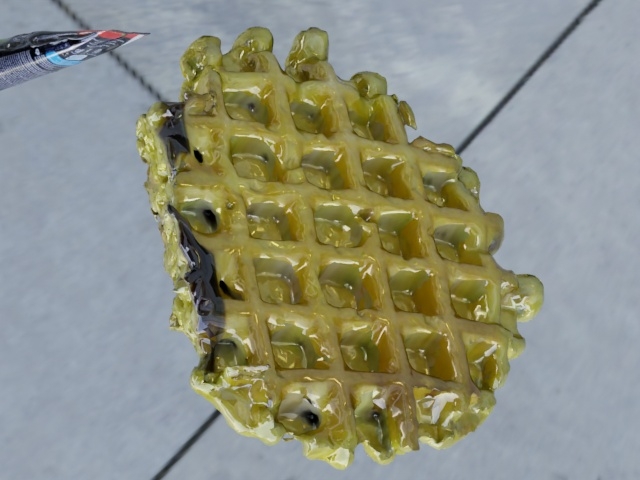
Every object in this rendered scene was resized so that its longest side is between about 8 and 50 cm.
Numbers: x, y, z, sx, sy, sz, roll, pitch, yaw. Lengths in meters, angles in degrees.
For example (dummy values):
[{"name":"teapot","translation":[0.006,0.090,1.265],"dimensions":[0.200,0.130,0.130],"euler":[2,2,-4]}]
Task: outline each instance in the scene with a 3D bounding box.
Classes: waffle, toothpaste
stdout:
[{"name":"waffle","translation":[0.002,-0.002,1.217],"dimensions":[0.312,0.307,0.060],"euler":[50,134,9]},{"name":"toothpaste","translation":[-0.240,-0.155,1.600],"dimensions":[0.193,0.071,0.045],"euler":[-11,89,24]}]
